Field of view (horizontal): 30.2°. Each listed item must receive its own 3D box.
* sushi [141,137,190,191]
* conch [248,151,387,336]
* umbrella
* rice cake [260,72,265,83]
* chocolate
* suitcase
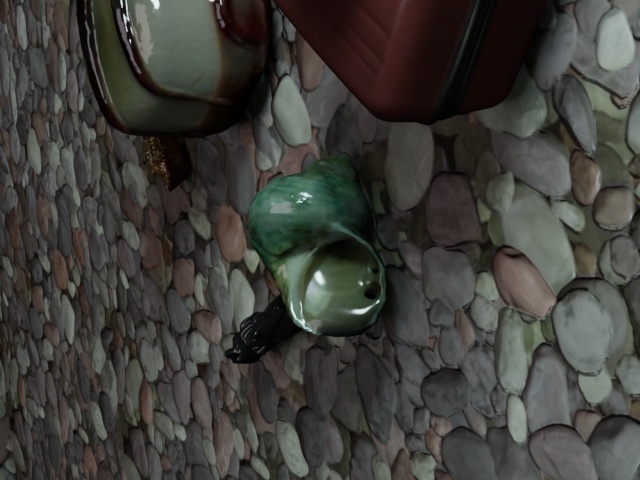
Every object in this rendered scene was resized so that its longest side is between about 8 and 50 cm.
[{"bbox_3d":[-0.232,-0.124,1.742,0.118,0.060,0.062,55,147,38],"label":"sushi"},{"bbox_3d":[0.002,0.002,1.319,0.175,0.122,0.188,9,110,37],"label":"conch"},{"bbox_3d":[-0.050,0.098,1.500,0.235,0.059,0.066,-40,21,53],"label":"umbrella"},{"bbox_3d":[-0.106,-0.222,1.532,0.121,0.021,0.022,29,127,53],"label":"rice cake"},{"bbox_3d":[-0.202,-0.269,1.490,0.283,0.186,0.284,-1,89,58],"label":"chocolate"},{"bbox_3d":[0.070,-0.265,1.074,0.297,0.161,0.236,53,140,38],"label":"suitcase"}]
